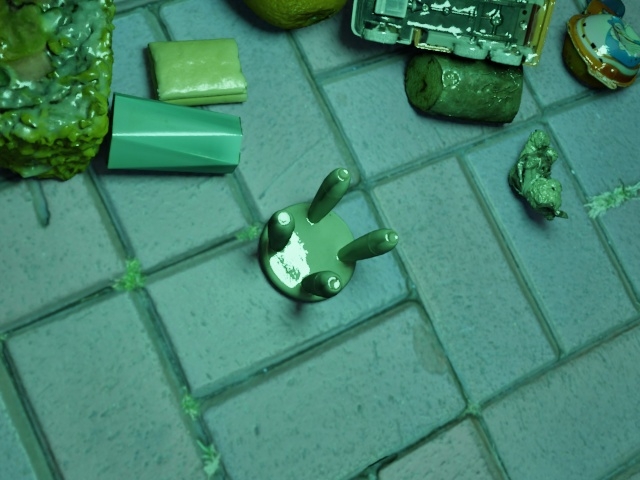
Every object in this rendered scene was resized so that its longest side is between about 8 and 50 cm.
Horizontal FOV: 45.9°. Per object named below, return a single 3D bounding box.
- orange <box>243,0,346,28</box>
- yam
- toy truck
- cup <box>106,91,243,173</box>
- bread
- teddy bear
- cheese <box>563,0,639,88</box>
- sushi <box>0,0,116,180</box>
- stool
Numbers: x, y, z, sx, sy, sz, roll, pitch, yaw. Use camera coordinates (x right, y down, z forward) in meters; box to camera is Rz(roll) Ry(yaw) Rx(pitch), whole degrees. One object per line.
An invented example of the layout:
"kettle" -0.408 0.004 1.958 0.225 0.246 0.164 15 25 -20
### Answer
"orange" -0.052 -0.555 1.485 0.274 0.274 0.274 5 75 -17
"yam" 0.323 -0.325 1.609 0.255 0.154 0.153 3 75 -20
"toy truck" 0.257 -0.472 1.547 0.388 0.207 0.173 9 110 -4
"cup" -0.269 -0.192 1.396 0.236 0.134 0.148 3 78 -21
"bread" -0.239 -0.329 1.472 0.178 0.060 0.139 -10 79 -20
"teddy bear" 0.454 -0.127 1.611 0.133 0.111 0.213 43 40 -44
"cheese" 0.658 -0.472 1.764 0.217 0.129 0.329 32 51 -14
"sushi" -0.532 -0.316 1.279 0.352 0.240 0.396 4 78 -18
"stool" 0.000 0.000 1.390 0.195 0.199 0.195 -37 87 -22
